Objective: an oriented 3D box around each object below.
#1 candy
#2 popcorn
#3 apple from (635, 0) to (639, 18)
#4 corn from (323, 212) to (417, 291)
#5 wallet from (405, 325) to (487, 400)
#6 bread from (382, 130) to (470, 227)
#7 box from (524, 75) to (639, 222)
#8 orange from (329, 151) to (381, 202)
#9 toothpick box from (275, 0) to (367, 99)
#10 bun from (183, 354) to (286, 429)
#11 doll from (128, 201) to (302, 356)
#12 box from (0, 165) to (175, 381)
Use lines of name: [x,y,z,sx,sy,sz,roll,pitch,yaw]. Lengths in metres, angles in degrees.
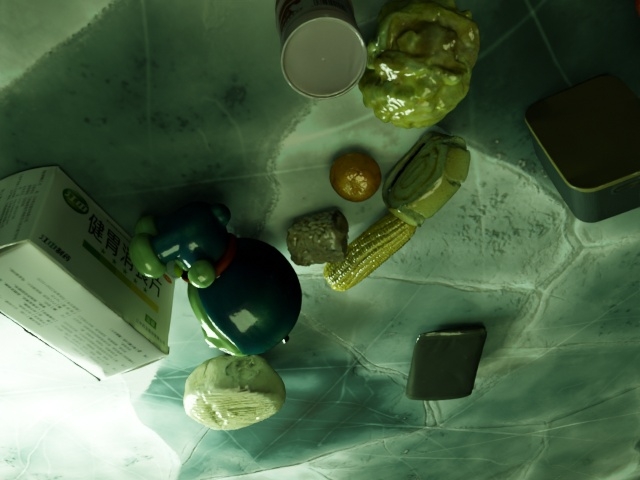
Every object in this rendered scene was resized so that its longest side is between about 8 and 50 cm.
candy: [0.000,0.000,0.944,0.110,0.085,0.095,-8,127,15]
popcorn: [0.119,-0.229,0.687,0.142,0.173,0.173,-6,134,-10]
apple: [0.521,-0.298,0.597,0.288,0.288,0.317,28,114,-30]
corn: [0.087,0.019,0.977,0.072,0.072,0.203,31,121,-32]
wallet: [0.291,0.287,1.280,0.168,0.052,0.245,-3,129,-5]
bread: [0.164,-0.097,0.841,0.064,0.117,0.156,27,124,-27]
box: [0.399,-0.131,0.789,0.144,0.201,0.090,-22,137,12]
orange: [0.055,-0.100,0.856,0.083,0.070,0.083,4,130,5]
toothpick box: [-0.003,-0.247,0.651,0.098,0.149,0.098,-4,134,-4]
bun: [-0.178,0.314,1.177,0.220,0.134,0.220,-5,139,-5]
doll: [-0.151,0.066,0.903,0.186,0.198,0.322,-35,120,7]
box: [-0.389,0.060,0.875,0.145,0.173,0.333,-23,133,11]
